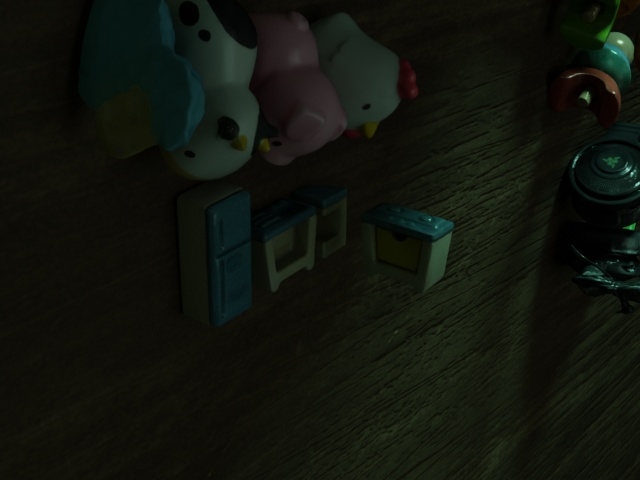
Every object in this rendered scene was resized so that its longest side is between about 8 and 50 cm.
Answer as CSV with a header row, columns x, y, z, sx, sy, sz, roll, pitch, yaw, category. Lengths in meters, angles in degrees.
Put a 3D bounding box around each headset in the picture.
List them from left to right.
x,y,z,sx,sy,sz,roll,pitch,yaw,category
0.470,-0.027,1.675,0.394,0.185,0.243,-48,142,-50,headset

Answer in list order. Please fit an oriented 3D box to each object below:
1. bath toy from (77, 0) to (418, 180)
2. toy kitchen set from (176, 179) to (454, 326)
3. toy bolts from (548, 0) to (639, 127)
x,y,z,sx,sy,sz,roll,pitch,yaw,category
-0.037,-0.129,0.917,0.348,0.129,0.151,-11,115,-55,bath toy
0.000,0.000,0.999,0.207,0.166,0.122,-32,131,-46,toy kitchen set
0.427,-0.277,1.494,0.158,0.218,0.228,-54,162,-36,toy bolts
